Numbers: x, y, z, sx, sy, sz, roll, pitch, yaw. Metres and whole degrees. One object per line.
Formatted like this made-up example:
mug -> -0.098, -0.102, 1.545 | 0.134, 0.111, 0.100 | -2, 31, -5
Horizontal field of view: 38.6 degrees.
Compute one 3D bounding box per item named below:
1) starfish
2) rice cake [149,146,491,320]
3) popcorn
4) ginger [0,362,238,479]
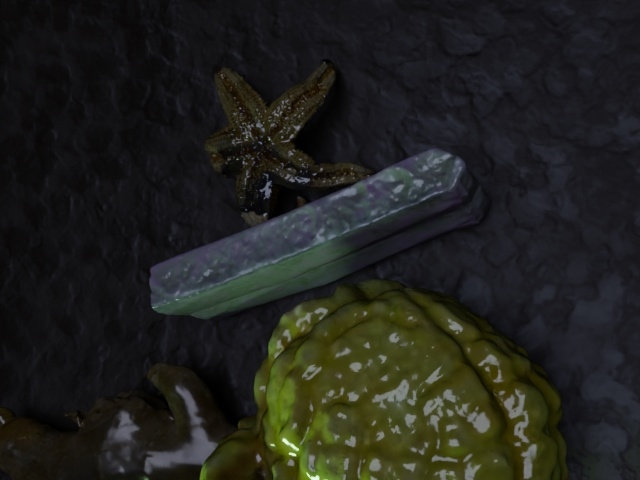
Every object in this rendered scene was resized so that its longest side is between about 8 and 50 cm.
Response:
starfish -> -0.039, -0.103, 0.851 | 0.146, 0.074, 0.190 | -38, 72, 18
rice cake -> -0.001, 0.001, 0.807 | 0.297, 0.106, 0.050 | -22, 68, 16
popcorn -> 0.054, 0.139, 0.738 | 0.285, 0.174, 0.225 | 1, 71, 14
ginger -> -0.182, 0.204, 0.861 | 0.332, 0.080, 0.166 | -10, 94, 21
